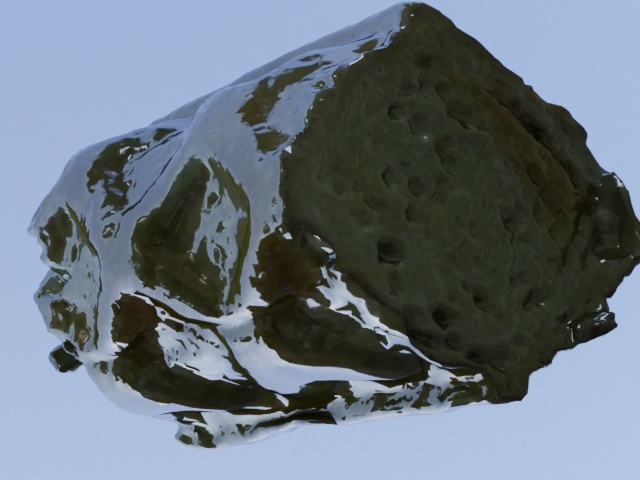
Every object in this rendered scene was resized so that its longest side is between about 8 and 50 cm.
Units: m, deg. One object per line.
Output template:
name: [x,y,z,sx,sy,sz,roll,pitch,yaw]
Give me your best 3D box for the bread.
bread: [-0.004,0.003,0.637,0.239,0.252,0.196,30,-120,-27]
